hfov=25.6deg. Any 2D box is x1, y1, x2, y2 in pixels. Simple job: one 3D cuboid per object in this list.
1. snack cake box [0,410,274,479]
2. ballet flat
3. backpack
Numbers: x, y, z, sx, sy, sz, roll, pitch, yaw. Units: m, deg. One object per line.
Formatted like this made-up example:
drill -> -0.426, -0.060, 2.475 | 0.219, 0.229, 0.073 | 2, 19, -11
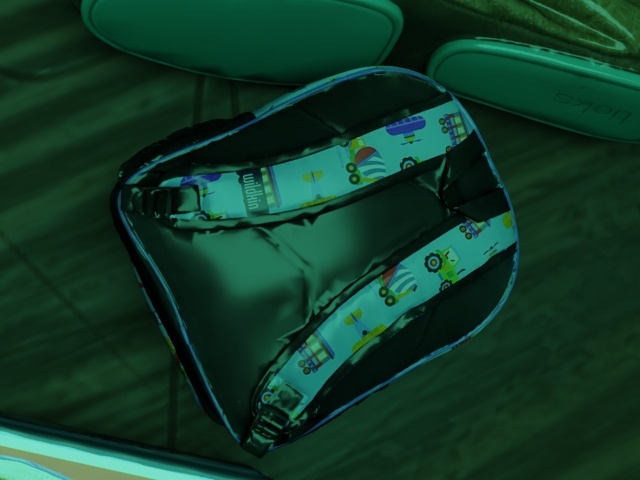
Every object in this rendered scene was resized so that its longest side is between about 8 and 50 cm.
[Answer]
snack cake box -> -0.167, 0.156, 0.666 | 0.264, 0.089, 0.152 | 15, 85, -13
ballet flat -> 0.046, -0.136, 0.714 | 0.342, 0.116, 0.124 | 7, 69, -14
backpack -> 0.000, 0.000, 0.690 | 0.173, 0.117, 0.158 | -28, 96, -11
